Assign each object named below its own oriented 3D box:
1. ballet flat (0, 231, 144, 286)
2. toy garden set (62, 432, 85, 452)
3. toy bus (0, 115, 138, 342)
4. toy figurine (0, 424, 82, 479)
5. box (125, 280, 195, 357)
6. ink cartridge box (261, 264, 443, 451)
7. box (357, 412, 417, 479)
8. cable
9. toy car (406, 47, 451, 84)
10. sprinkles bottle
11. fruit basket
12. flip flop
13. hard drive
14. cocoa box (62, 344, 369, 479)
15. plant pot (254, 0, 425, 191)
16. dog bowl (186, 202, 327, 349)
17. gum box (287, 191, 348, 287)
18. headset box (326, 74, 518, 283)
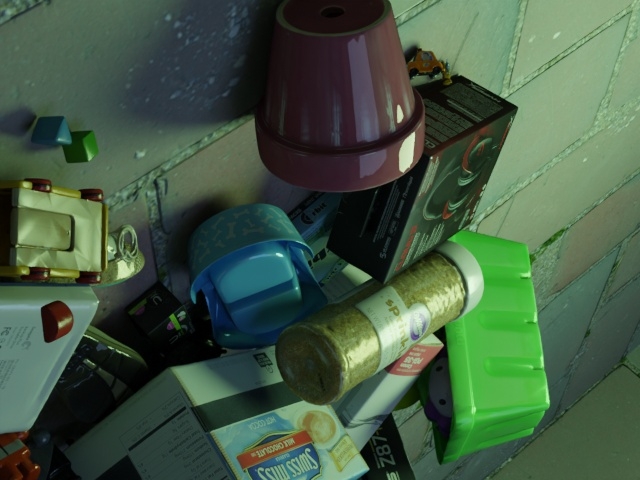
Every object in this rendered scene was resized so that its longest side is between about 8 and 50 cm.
[{"bbox_3d":[-0.273,0.020,1.319,0.206,0.073,0.067,-20,136,-48],"label":"ballet flat"},{"bbox_3d":[-0.409,0.372,1.654,0.204,0.049,0.244,-15,142,-51],"label":"toy garden set"},{"bbox_3d":[-0.291,-0.008,1.202,0.191,0.104,0.202,-69,151,-46],"label":"toy bus"},{"bbox_3d":[-0.417,0.295,1.421,0.213,0.148,0.209,-48,160,-2],"label":"toy figurine"},{"bbox_3d":[-0.209,0.104,1.560,0.062,0.052,0.083,-41,156,-13],"label":"box"},{"bbox_3d":[0.023,0.204,1.883,0.283,0.207,0.117,-54,153,14],"label":"ink cartridge box"},{"bbox_3d":[0.085,0.451,2.214,0.097,0.318,0.395,-10,145,-11],"label":"box"},{"bbox_3d":[-0.194,0.176,1.695,0.150,0.047,0.184,-35,152,-24],"label":"cable"},{"bbox_3d":[0.147,-0.240,1.647,0.122,0.060,0.040,-3,89,-78],"label":"toy car"},{"bbox_3d":[0.090,0.110,1.681,0.355,0.121,0.121,-27,149,-45],"label":"sprinkles bottle"},{"bbox_3d":[0.171,0.180,1.997,0.392,0.392,0.283,-38,161,-18],"label":"fruit basket"},{"bbox_3d":[-0.307,0.137,1.440,0.112,0.080,0.277,-43,140,3],"label":"flip flop"},{"bbox_3d":[-0.408,0.127,1.213,0.319,0.040,0.210,3,130,-44],"label":"hard drive"},{"bbox_3d":[-0.135,0.306,1.614,0.231,0.228,0.347,-39,165,20],"label":"cocoa box"},{"bbox_3d":[0.019,-0.182,1.351,0.201,0.201,0.180,-31,135,-30],"label":"plant pot"},{"bbox_3d":[-0.089,0.049,1.591,0.166,0.074,0.297,-21,151,-2],"label":"dog bowl"},{"bbox_3d":[0.000,0.000,1.744,0.157,0.041,0.184,-40,155,-13],"label":"gum box"},{"bbox_3d":[0.137,-0.086,1.681,0.293,0.110,0.218,-30,146,-50],"label":"headset box"}]
